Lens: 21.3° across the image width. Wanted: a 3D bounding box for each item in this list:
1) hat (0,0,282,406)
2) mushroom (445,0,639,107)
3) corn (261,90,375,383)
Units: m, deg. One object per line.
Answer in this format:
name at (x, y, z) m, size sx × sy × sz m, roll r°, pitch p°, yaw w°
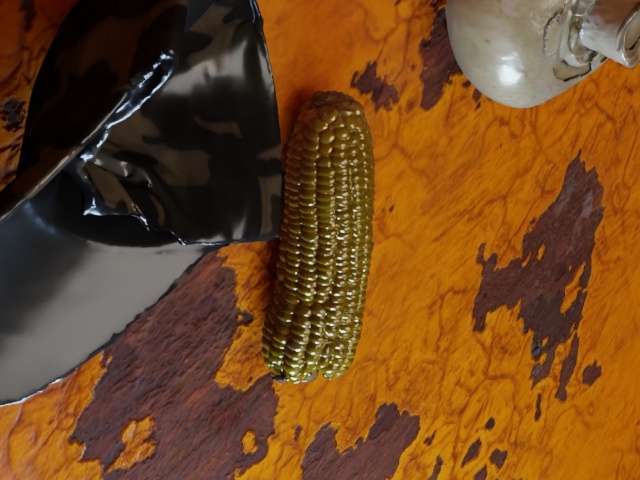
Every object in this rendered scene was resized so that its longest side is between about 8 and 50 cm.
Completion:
hat at (-0.199, -0.059, 1.281) m, size 0.382 × 0.257 × 0.366 m, roll -20°, pitch 154°, yaw -3°
mushroom at (0.240, -0.243, 1.699) m, size 0.246 × 0.202 × 0.246 m, roll -36°, pitch 146°, yaw -29°
corn at (0.000, 0.000, 1.612) m, size 0.101 × 0.101 × 0.291 m, roll -19°, pitch 121°, yaw -48°
